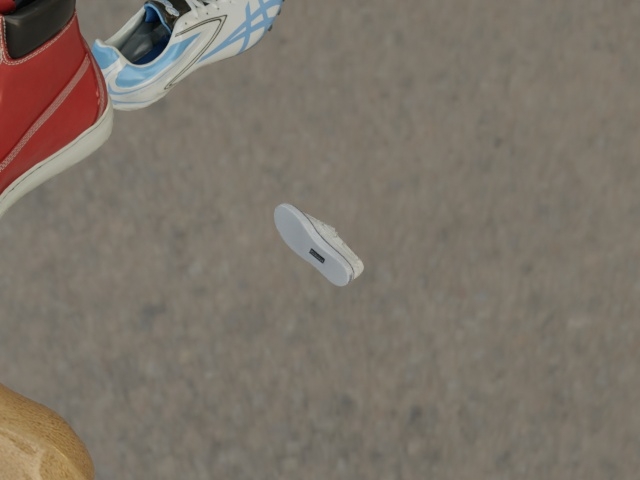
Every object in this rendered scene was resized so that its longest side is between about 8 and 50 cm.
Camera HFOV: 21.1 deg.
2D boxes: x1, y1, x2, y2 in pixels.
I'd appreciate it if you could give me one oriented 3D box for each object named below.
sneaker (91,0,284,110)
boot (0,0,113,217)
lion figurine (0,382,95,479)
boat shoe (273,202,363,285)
[{"bbox_3d":[-0.122,-0.214,1.663,0.085,0.086,0.237,35,60,29],"label":"sneaker"},{"bbox_3d":[-0.250,-0.079,1.131,0.088,0.176,0.244,35,65,26],"label":"boot"},{"bbox_3d":[-0.257,0.113,1.094,0.392,0.240,0.142,29,56,-29],"label":"lion figurine"},{"bbox_3d":[0.000,0.000,1.579,0.100,0.035,0.035,42,41,19],"label":"boat shoe"}]
